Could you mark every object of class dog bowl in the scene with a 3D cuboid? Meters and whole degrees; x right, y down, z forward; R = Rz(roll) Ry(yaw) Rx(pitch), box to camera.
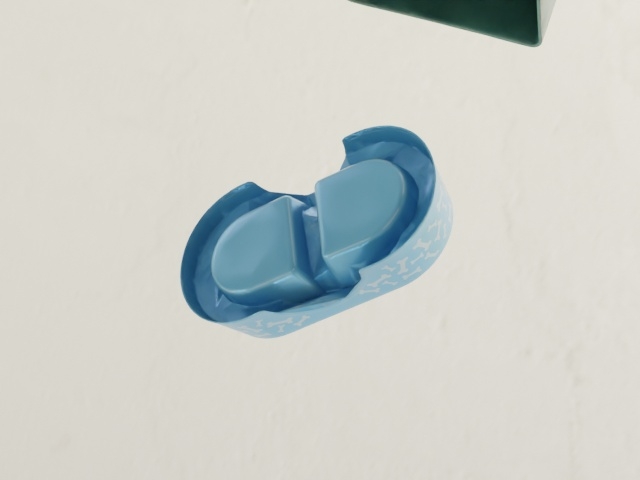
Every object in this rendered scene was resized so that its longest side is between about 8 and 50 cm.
[{"bbox_3d":[0.000,0.000,1.598,0.074,0.297,0.166,43,-149,-46],"label":"dog bowl"}]

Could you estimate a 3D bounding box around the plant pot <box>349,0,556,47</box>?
[{"bbox_3d":[0.123,-0.302,1.188,0.165,0.166,0.234,17,-116,18],"label":"plant pot"}]
